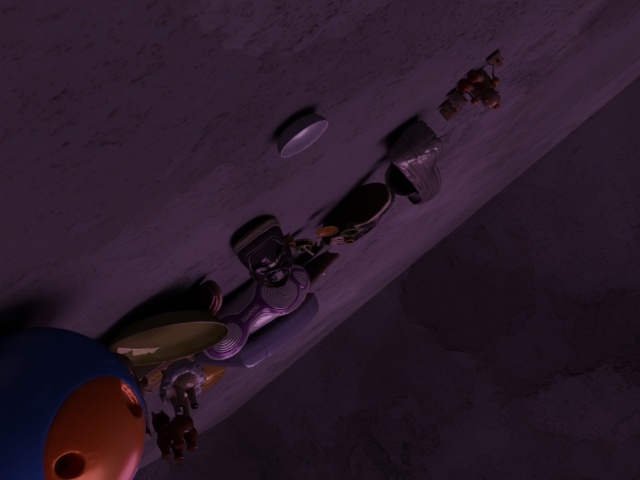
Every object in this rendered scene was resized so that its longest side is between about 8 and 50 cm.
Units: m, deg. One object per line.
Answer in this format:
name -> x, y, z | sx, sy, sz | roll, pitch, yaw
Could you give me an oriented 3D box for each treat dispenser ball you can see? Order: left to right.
treat dispenser ball -> -0.388, 0.264, 1.291 | 0.288, 0.288, 0.288 | -35, 170, -7

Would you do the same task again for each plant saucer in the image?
plant saucer -> -0.293, 0.181, 1.752 | 0.241, 0.037, 0.241 | -14, 161, -5

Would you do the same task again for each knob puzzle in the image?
knob puzzle -> -0.037, 0.101, 2.261 | 0.213, 0.030, 0.213 | -41, -167, 11

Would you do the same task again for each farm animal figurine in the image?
farm animal figurine -> -0.397, 0.310, 1.751 | 0.330, 0.172, 0.326 | -3, 144, -18

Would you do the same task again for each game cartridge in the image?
game cartridge -> -0.142, 0.213, 2.217 | 0.196, 0.060, 0.294 | -10, -161, 43

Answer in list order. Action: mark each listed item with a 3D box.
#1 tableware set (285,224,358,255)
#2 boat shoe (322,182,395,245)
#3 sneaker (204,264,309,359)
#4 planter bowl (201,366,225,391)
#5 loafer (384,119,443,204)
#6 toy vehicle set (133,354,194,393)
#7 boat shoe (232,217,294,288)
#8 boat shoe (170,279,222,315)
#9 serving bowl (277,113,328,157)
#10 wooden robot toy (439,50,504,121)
tableware set -> 0.000, 0.000, 1.940 | 0.154, 0.024, 0.104 | -5, 157, -9
boat shoe -> 0.090, -0.055, 1.980 | 0.073, 0.080, 0.223 | 4, 151, -39
sneaker -> -0.164, 0.149, 2.117 | 0.305, 0.114, 0.152 | -35, -167, -20
planter bowl -> -0.316, 0.342, 2.433 | 0.217, 0.090, 0.217 | -35, 170, -7
loafer -> 0.178, -0.139, 1.870 | 0.111, 0.112, 0.319 | -37, 161, -6
toy vehicle set -> -0.371, 0.297, 2.197 | 0.166, 0.035, 0.267 | -35, 170, -5
boat shoe -> -0.097, 0.033, 1.763 | 0.103, 0.092, 0.285 | -35, 170, -7
boat shoe -> -0.253, 0.140, 1.809 | 0.178, 0.064, 0.060 | -42, 171, 39
serving bowl -> -0.030, -0.154, 1.327 | 0.083, 0.027, 0.083 | -36, 170, -7
wooden robot toy -> 0.299, -0.272, 1.746 | 0.173, 0.079, 0.076 | -44, 168, 33
